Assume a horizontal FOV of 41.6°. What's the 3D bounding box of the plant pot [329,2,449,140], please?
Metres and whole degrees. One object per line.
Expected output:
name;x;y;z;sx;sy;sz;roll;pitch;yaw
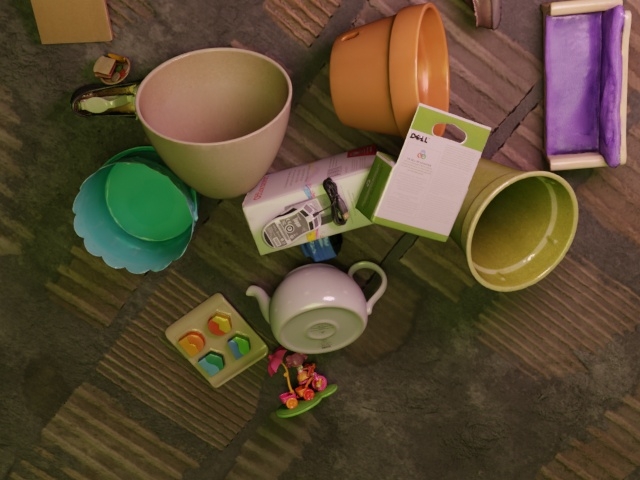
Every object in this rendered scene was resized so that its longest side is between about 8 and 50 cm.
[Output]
plant pot;0.145;-0.347;1.792;0.203;0.291;0.291;0;111;21

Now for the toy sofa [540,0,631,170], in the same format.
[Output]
toy sofa;0.561;-0.333;1.810;0.150;0.177;0.362;-4;111;5

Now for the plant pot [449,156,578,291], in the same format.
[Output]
plant pot;0.374;-0.065;1.856;0.276;0.254;0.276;-11;118;-21

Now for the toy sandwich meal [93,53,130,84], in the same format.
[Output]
toy sandwich meal;-0.473;-0.392;1.913;0.085;0.029;0.085;-7;66;15

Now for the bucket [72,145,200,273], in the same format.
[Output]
bucket;-0.415;-0.078;1.965;0.281;0.183;0.281;1;111;3

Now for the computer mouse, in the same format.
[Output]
computer mouse;-0.038;-0.049;1.788;0.193;0.042;0.106;-25;112;7

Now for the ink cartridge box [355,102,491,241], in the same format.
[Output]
ink cartridge box;0.211;-0.145;1.728;0.189;0.097;0.255;14;105;-25

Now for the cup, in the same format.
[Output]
cup;-0.219;-0.231;1.852;0.331;0.331;0.237;0;137;4

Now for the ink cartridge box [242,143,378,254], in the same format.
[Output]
ink cartridge box;-0.002;-0.097;1.908;0.306;0.226;0.131;-17;109;10

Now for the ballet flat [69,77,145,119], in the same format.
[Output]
ballet flat;-0.437;-0.315;1.923;0.280;0.096;0.095;-7;111;6

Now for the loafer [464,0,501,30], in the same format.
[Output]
loafer;0.278;-0.604;1.762;0.130;0.134;0.366;-20;98;15

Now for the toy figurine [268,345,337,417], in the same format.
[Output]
toy figurine;-0.062;0.340;2.148;0.173;0.130;0.159;-24;99;-11

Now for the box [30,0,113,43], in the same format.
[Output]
box;-0.558;-0.534;1.860;0.164;0.021;0.201;-2;126;3

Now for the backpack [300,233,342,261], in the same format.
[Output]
backpack;0.000;0.000;2.000;0.101;0.120;0.098;-22;108;11

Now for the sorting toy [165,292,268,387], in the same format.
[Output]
sorting toy;-0.266;0.261;2.159;0.193;0.038;0.208;-35;104;15

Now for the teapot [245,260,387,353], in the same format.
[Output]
teapot;-0.006;0.140;2.028;0.256;0.187;0.252;19;133;-31
